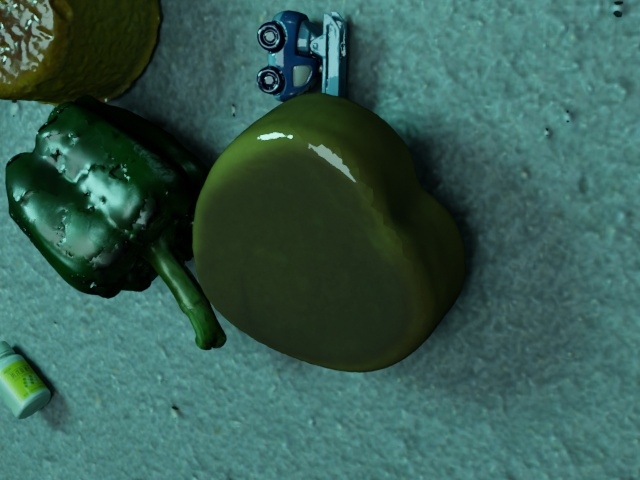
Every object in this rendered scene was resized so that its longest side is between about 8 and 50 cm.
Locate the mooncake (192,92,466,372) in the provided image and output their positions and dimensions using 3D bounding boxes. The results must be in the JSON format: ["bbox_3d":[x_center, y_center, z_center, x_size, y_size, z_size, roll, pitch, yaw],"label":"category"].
[{"bbox_3d":[0.000,0.000,0.982,0.234,0.117,0.235,16,126,23],"label":"mooncake"}]

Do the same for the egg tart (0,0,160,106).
[{"bbox_3d":[-0.269,-0.221,1.080,0.215,0.171,0.215,4,108,14],"label":"egg tart"}]

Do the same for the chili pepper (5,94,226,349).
[{"bbox_3d":[-0.168,-0.015,1.070,0.261,0.174,0.165,40,94,11],"label":"chili pepper"}]

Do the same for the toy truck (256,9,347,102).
[{"bbox_3d":[-0.016,-0.137,1.014,0.074,0.063,0.136,6,109,13],"label":"toy truck"}]

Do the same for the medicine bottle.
[{"bbox_3d":[-0.345,0.156,1.273,0.083,0.047,0.047,48,120,13],"label":"medicine bottle"}]
